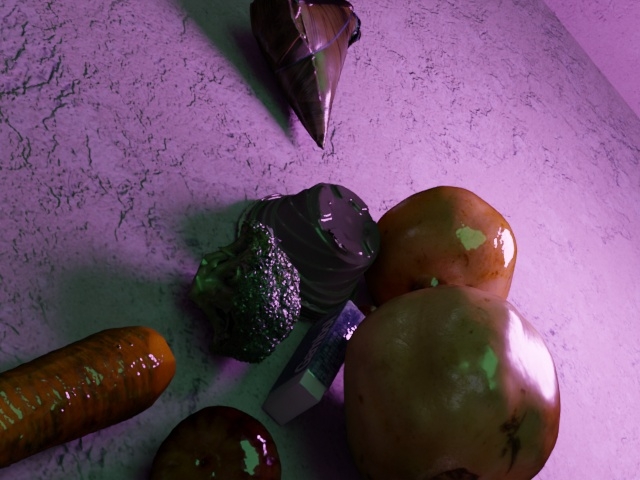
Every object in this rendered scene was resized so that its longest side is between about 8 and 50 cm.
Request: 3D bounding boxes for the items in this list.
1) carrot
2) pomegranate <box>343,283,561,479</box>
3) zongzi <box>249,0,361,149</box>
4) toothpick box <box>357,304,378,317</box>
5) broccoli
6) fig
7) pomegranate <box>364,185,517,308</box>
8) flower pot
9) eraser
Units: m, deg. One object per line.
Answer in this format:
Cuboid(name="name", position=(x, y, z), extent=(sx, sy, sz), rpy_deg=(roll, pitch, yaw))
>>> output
Cuboid(name="carrot", position=(-0.293, 0.177, 1.262), extent=(0.302, 0.114, 0.114), rpy_deg=(-21, 75, -52))
Cuboid(name="pomegranate", position=(0.174, 0.219, 1.574), extent=(0.332, 0.332, 0.332), rpy_deg=(30, 39, -28))
Cuboid(name="zongzi", position=(0.005, -0.314, 2.065), extent=(0.286, 0.138, 0.300), rpy_deg=(-16, 85, -62))
Cuboid(name="toothpick box", position=(0.072, 0.143, 1.773), extent=(0.047, 0.047, 0.083), rpy_deg=(39, 35, -18))
Cuboid(name="broccoli", position=(-0.100, 0.073, 1.544), extent=(0.156, 0.195, 0.195), rpy_deg=(24, 39, -5))
Cuboid(name="fig", position=(-0.117, 0.271, 1.351), extent=(0.148, 0.149, 0.202), rpy_deg=(34, 19, 6))
Cuboid(name="pomegranate", position=(0.199, 0.041, 1.825), extent=(0.264, 0.264, 0.264), rpy_deg=(30, 39, -28))
Cuboid(name="flower pot", position=(0.000, 0.000, 1.741), extent=(0.235, 0.140, 0.235), rpy_deg=(28, 42, -28))
Cuboid(name="eraser", position=(-0.007, 0.176, 1.614), extent=(0.046, 0.092, 0.212), rpy_deg=(47, 36, -9))
